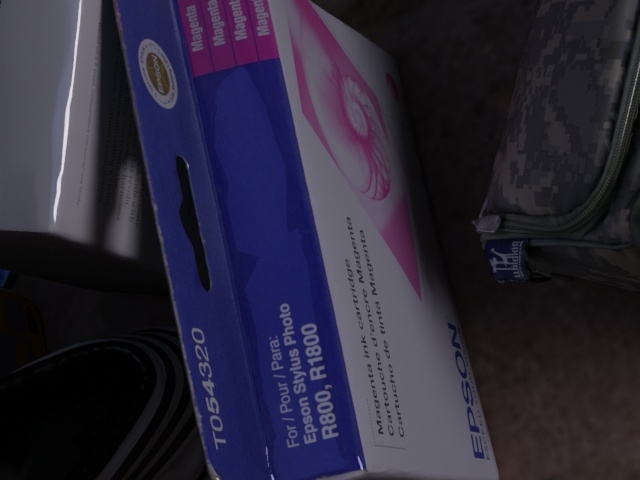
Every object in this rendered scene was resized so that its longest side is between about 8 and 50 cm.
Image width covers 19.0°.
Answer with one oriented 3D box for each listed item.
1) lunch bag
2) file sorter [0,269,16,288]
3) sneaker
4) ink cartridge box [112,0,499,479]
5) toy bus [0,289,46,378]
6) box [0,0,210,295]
[{"bbox_3d":[0.242,-0.103,1.204,0.256,0.212,0.305,9,84,41],"label":"lunch bag"},{"bbox_3d":[-0.305,-0.057,1.474,0.170,0.104,0.118,26,91,25],"label":"file sorter"},{"bbox_3d":[-0.251,0.214,1.322,0.447,0.257,0.169,-46,68,10],"label":"sneaker"},{"bbox_3d":[0.000,0.000,1.213,0.071,0.330,0.324,-17,76,19],"label":"ink cartridge box"},{"bbox_3d":[-0.382,0.125,1.462,0.333,0.130,0.108,-17,76,20],"label":"toy bus"},{"bbox_3d":[-0.149,-0.085,1.280,0.168,0.345,0.215,2,82,24],"label":"box"}]
